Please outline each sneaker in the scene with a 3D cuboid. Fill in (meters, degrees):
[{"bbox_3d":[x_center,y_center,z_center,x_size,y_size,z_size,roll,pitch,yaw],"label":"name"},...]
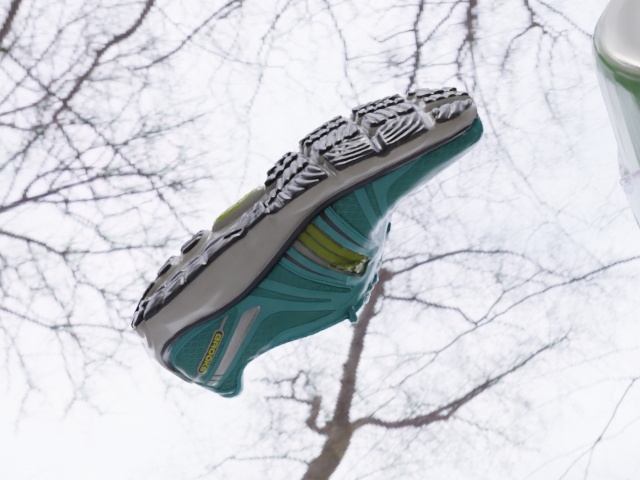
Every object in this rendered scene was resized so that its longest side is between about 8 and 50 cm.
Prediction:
[{"bbox_3d":[0.000,0.000,0.665,0.275,0.107,0.110,-39,-69,11],"label":"sneaker"}]

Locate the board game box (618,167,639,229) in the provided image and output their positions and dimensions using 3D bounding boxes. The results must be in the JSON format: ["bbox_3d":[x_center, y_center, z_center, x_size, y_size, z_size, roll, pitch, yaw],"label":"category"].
[{"bbox_3d":[0.254,-0.014,0.714,0.020,0.090,0.090,-22,-95,-2],"label":"board game box"}]

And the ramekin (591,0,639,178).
[{"bbox_3d":[0.372,-0.151,0.799,0.303,0.303,0.148,-12,-55,31],"label":"ramekin"}]
